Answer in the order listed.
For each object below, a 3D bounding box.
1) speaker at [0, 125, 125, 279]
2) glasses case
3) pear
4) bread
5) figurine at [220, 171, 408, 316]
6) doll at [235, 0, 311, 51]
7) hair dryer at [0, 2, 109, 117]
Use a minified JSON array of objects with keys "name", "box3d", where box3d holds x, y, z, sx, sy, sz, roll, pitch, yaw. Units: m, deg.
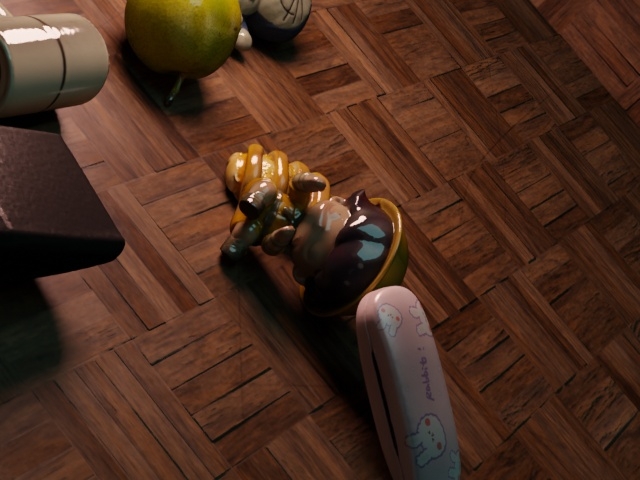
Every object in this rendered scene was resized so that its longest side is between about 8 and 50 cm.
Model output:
[{"name":"speaker","box3d":[-0.412,-0.018,1.748,0.180,0.184,0.388,57,21,16]},{"name":"glasses case","box3d":[0.119,0.208,2.109,0.113,0.075,0.296,-12,86,-51]},{"name":"pear","box3d":[-0.203,-0.304,2.340,0.180,0.166,0.216,13,73,-61]},{"name":"bread","box3d":[-0.057,-0.075,2.307,0.177,0.084,0.119,29,33,-21]},{"name":"figurine","box3d":[0.000,0.000,2.199,0.257,0.192,0.167,29,-3,-2]},{"name":"doll","box3d":[-0.111,-0.419,2.591,0.258,0.154,0.228,0,86,-43]},{"name":"hair dryer","box3d":[-0.459,-0.309,2.058,0.362,0.128,0.203,46,30,15]}]
